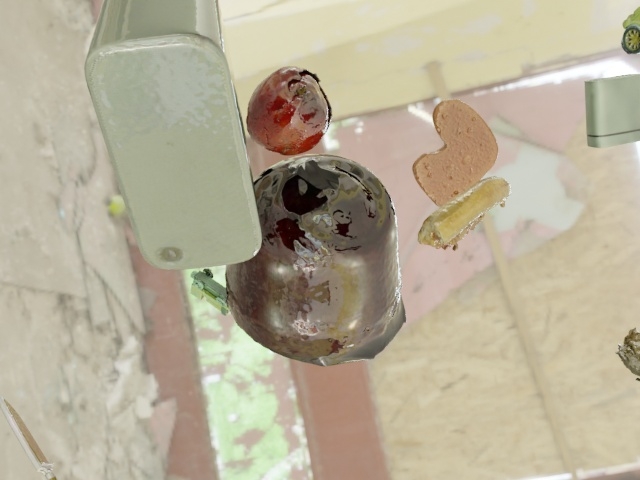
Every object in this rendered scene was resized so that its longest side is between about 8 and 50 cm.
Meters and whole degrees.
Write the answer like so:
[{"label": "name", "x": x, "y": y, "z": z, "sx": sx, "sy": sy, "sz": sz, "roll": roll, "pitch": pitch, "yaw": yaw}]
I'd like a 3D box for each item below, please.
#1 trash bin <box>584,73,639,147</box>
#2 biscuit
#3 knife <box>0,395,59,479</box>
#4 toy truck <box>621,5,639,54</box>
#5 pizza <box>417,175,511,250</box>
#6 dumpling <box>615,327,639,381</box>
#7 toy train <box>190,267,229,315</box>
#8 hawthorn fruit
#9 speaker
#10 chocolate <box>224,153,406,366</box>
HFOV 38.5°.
[{"label": "trash bin", "x": 0.573, "y": -0.253, "z": 1.785, "sx": 0.059, "sy": 0.116, "sz": 0.129, "roll": -149, "pitch": -130, "yaw": -69}, {"label": "biscuit", "x": 0.264, "y": -0.182, "z": 1.884, "sx": 0.186, "sy": 0.192, "sz": 0.036, "roll": 43, "pitch": 3, "yaw": -25}, {"label": "knife", "x": -0.398, "y": 0.324, "z": 1.321, "sx": 0.256, "sy": 0.022, "sz": 0.046, "roll": 51, "pitch": -3, "yaw": 20}, {"label": "toy truck", "x": 0.372, "y": -0.174, "z": 0.871, "sx": 0.169, "sy": 0.077, "sz": 0.100, "roll": 64, "pitch": -29, "yaw": 19}, {"label": "pizza", "x": 0.213, "y": -0.039, "z": 1.337, "sx": 0.056, "sy": 0.134, "sz": 0.271, "roll": 46, "pitch": 21, "yaw": 9}, {"label": "dumpling", "x": 0.453, "y": 0.133, "z": 0.869, "sx": 0.166, "sy": 0.332, "sz": 0.086, "roll": -36, "pitch": 131, "yaw": -66}, {"label": "toy train", "x": -0.226, "y": 0.111, "z": 1.947, "sx": 0.050, "sy": 0.122, "sz": 0.081, "roll": -49, "pitch": 168, "yaw": -34}, {"label": "hawthorn fruit", "x": -0.047, "y": -0.222, "z": 1.522, "sx": 0.172, "sy": 0.148, "sz": 0.148, "roll": 118, "pitch": -35, "yaw": -66}, {"label": "speaker", "x": -0.192, "y": -0.158, "z": 1.268, "sx": 0.406, "sy": 0.183, "sz": 0.184, "roll": 84, "pitch": 1, "yaw": -47}, {"label": "chocolate", "x": 0.000, "y": 0.000, "z": 1.760, "sx": 0.383, "sy": 0.384, "sz": 0.331, "roll": -92, "pitch": -170, "yaw": -52}]
